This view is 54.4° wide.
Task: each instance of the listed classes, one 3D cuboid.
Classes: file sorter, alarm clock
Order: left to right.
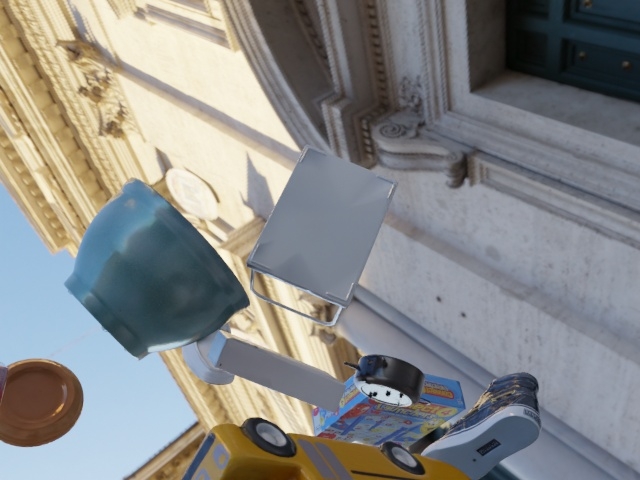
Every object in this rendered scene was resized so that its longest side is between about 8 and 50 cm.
[{"bbox_3d":[0.000,0.000,1.205,0.173,0.193,0.277,106,-172,-62],"label":"file sorter"},{"bbox_3d":[0.143,0.277,1.182,0.192,0.129,0.064,33,-121,-29],"label":"alarm clock"}]

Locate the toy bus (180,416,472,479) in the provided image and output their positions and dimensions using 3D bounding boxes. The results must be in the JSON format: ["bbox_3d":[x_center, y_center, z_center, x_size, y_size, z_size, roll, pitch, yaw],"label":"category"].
[{"bbox_3d":[0.032,0.258,0.562,0.333,0.130,0.108,24,-80,-39],"label":"toy bus"}]

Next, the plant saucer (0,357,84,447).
[{"bbox_3d":[-0.596,0.328,1.296,0.200,0.200,0.037,-15,-32,-37],"label":"plant saucer"}]

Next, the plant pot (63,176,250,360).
[{"bbox_3d":[-0.287,0.071,1.025,0.196,0.293,0.293,-44,-43,-19],"label":"plant pot"}]

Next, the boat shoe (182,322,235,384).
[{"bbox_3d":[-0.234,0.183,1.293,0.098,0.277,0.096,8,-64,-30],"label":"boat shoe"}]

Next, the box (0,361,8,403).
[{"bbox_3d":[-0.556,0.302,0.916,0.123,0.128,0.256,15,-103,-27],"label":"box"}]

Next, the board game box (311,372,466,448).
[{"bbox_3d":[0.184,0.468,1.728,0.308,0.086,0.302,17,-45,-25],"label":"board game box"}]

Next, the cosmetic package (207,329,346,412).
[{"bbox_3d":[-0.080,0.236,1.134,0.239,0.099,0.060,25,-95,-17],"label":"cosmetic package"}]

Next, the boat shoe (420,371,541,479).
[{"bbox_3d":[0.198,0.234,0.769,0.183,0.065,0.083,-43,7,35],"label":"boat shoe"}]
